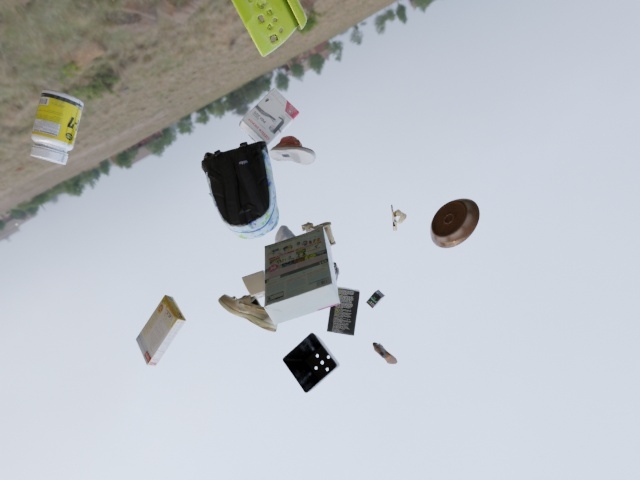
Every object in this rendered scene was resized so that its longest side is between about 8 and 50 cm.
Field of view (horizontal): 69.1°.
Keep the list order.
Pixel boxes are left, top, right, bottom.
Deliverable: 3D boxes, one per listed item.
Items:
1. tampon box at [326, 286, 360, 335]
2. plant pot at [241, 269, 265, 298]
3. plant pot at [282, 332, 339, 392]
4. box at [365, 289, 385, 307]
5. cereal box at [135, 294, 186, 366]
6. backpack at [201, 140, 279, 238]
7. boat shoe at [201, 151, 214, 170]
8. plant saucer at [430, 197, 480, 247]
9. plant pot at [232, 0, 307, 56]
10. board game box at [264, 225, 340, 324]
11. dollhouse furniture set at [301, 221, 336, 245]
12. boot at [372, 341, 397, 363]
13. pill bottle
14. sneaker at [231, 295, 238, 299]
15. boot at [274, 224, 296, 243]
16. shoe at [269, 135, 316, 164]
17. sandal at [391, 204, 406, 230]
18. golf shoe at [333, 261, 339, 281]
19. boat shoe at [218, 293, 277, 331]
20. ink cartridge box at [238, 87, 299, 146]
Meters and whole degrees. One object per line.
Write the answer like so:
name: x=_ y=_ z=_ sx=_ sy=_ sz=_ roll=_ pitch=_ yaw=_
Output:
tampon box: x=0.085 y=0.254 z=1.703 sx=0.102 sy=0.160 sz=0.120 roll=9 pitch=179 yaw=3
plant pot: x=-0.293 y=0.214 z=2.171 sx=0.109 sy=0.096 sz=0.109 roll=-19 pitch=157 yaw=-1
plant pot: x=-0.019 y=0.547 z=2.079 sx=0.187 sy=0.188 sz=0.167 roll=-43 pitch=154 yaw=7
box: x=0.296 y=0.315 z=2.500 sx=0.083 sy=0.052 sz=0.062 roll=-55 pitch=162 yaw=23
cereal box: x=-0.654 y=0.366 z=1.896 sx=0.240 sy=0.047 sz=0.173 roll=-55 pitch=-134 yaw=8
backpack: x=-0.298 y=-0.182 z=1.869 sx=0.290 sy=0.273 sz=0.355 roll=-19 pitch=-127 yaw=-3
boat shoe: x=-0.420 y=-0.317 z=2.134 sx=0.103 sy=0.285 sz=0.092 roll=-54 pitch=167 yaw=-39
plant saucer: x=0.453 y=-0.068 z=1.605 sx=0.199 sy=0.036 sz=0.198 roll=-34 pitch=-141 yaw=33
plant pot: x=-0.176 y=-0.819 z=1.673 sx=0.207 sy=0.227 sz=0.228 roll=-28 pitch=-157 yaw=6
board game box: x=-0.067 y=0.106 z=1.519 sx=0.224 sy=0.097 sz=0.303 roll=-18 pitch=-143 yaw=8
dollhouse furniture set: x=0.000 y=0.000 z=2.327 sx=0.101 sy=0.181 sz=0.161 roll=-22 pitch=-160 yaw=-25
boot: x=0.274 y=0.478 z=1.991 sx=0.042 sy=0.118 sz=0.087 roll=-47 pitch=-145 yaw=9
pill bottle: x=-0.827 y=-0.352 z=1.452 sx=0.119 sy=0.119 sz=0.208 roll=11 pitch=-92 yaw=61
sneaker: x=-0.454 y=0.312 z=2.358 sx=0.083 sy=0.035 sz=0.031 roll=-24 pitch=-141 yaw=26
boot: x=-0.156 y=0.059 z=2.072 sx=0.095 sy=0.258 sz=0.123 roll=-2 pitch=-147 yaw=-24
shoe: x=-0.076 y=-0.294 z=1.487 sx=0.178 sy=0.063 sz=0.081 roll=10 pitch=-126 yaw=34
sandal: x=0.428 y=-0.128 z=2.521 sx=0.079 sy=0.240 sz=0.088 roll=-5 pitch=-117 yaw=9
golf shoe: x=0.046 y=0.262 z=2.760 sx=0.105 sy=0.120 sz=0.272 roll=9 pitch=-119 yaw=38
boat shoe: x=-0.282 y=0.267 z=1.865 sx=0.302 sy=0.109 sz=0.098 roll=20 pitch=-94 yaw=33
ink cartridge box: x=-0.223 y=-0.526 z=2.019 sx=0.218 sy=0.158 sz=0.092 roll=-49 pitch=-171 yaw=-13
